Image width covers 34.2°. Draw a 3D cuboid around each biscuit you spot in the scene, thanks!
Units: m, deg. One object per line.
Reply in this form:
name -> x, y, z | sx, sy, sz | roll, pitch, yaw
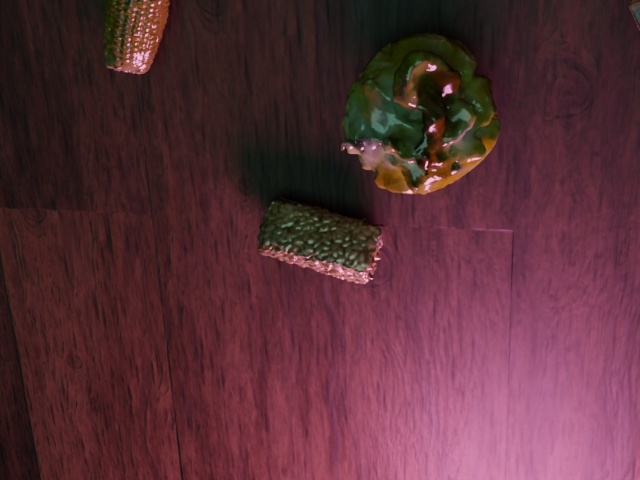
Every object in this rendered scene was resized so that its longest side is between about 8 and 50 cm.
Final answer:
biscuit -> 0.000, 0.000, 1.377 | 0.168, 0.082, 0.070 | 16, 161, 9

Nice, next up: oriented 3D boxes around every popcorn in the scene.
popcorn -> 0.114, -0.151, 1.220 | 0.198, 0.212, 0.198 | 0, 84, -2

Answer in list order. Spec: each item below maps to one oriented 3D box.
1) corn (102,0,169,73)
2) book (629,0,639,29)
corn -> -0.214, -0.340, 1.277 | 0.086, 0.086, 0.288 | 19, 118, 5
book -> 0.438, -0.223, 1.067 | 0.199, 0.016, 0.138 | -20, 109, 32
